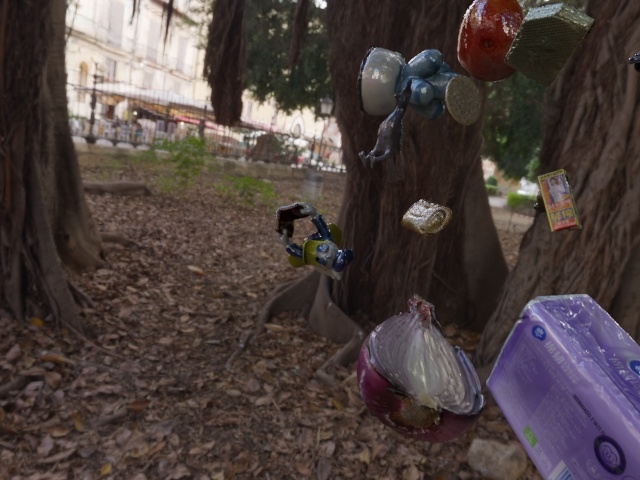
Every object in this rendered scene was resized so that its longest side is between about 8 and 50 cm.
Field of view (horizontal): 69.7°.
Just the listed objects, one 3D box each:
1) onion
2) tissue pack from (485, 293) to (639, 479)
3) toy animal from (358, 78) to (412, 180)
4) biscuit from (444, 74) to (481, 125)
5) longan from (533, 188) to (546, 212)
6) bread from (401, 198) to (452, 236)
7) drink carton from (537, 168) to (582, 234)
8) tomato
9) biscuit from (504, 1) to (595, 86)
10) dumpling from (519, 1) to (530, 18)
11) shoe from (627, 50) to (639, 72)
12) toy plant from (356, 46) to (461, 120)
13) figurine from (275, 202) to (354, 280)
[{"bbox_3d":[0.199,0.280,1.004,0.267,0.159,0.349,29,29,-2],"label":"onion"},{"bbox_3d":[0.434,0.280,0.725,0.160,0.242,0.338,-3,39,-15],"label":"tissue pack"},{"bbox_3d":[0.206,-0.290,1.426,0.081,0.367,0.205,33,55,28],"label":"toy animal"},{"bbox_3d":[0.419,-0.412,1.348,0.151,0.152,0.020,3,-4,-33],"label":"biscuit"},{"bbox_3d":[0.761,-0.134,1.514,0.106,0.119,0.106,50,12,-15],"label":"longan"},{"bbox_3d":[0.382,-0.076,1.663,0.081,0.134,0.225,48,-1,-21],"label":"bread"},{"bbox_3d":[0.655,-0.105,1.259,0.071,0.166,0.056,-16,-18,34],"label":"drink carton"},{"bbox_3d":[0.589,-0.728,1.664,0.143,0.339,0.338,-15,15,-8],"label":"tomato"},{"bbox_3d":[0.568,-0.498,1.164,0.150,0.052,0.252,38,-6,12],"label":"biscuit"},{"bbox_3d":[0.783,-0.817,1.785,0.111,0.181,0.155,22,44,6],"label":"dumpling"},{"bbox_3d":[0.787,-0.441,1.096,0.099,0.169,0.071,-20,9,5],"label":"shoe"},{"bbox_3d":[0.316,-0.517,1.532,0.331,0.248,0.247,13,11,26],"label":"toy plant"},{"bbox_3d":[0.000,0.000,1.327,0.284,0.204,0.338,52,-8,-24],"label":"figurine"}]
